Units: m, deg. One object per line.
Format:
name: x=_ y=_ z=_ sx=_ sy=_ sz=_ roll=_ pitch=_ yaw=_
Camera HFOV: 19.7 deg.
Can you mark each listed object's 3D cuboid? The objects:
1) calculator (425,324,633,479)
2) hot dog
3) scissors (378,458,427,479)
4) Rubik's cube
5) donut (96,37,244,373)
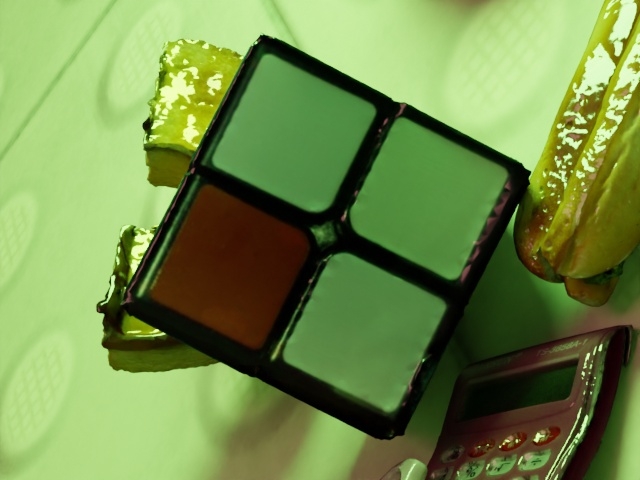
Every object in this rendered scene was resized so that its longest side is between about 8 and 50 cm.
calculator: x=0.098 y=0.129 z=1.014 sx=0.126 sy=0.034 sz=0.190 roll=-17 pitch=35 yaw=48
hot dog: x=0.184 y=-0.082 z=1.049 sx=0.249 sy=0.068 sz=0.100 roll=-65 pitch=15 yaw=-12
scissors: x=0.012 y=0.166 z=1.083 sx=0.110 sy=0.021 sz=0.212 roll=-55 pitch=10 yaw=-4
Rubik's cube: x=0.000 y=0.000 z=1.100 sx=0.183 sy=0.180 sz=0.167 roll=-61 pitch=3 yaw=-3
donut: x=-0.061 y=-0.010 z=1.288 sx=0.101 sy=0.152 sz=0.259 roll=100 pitch=180 yaw=-54
